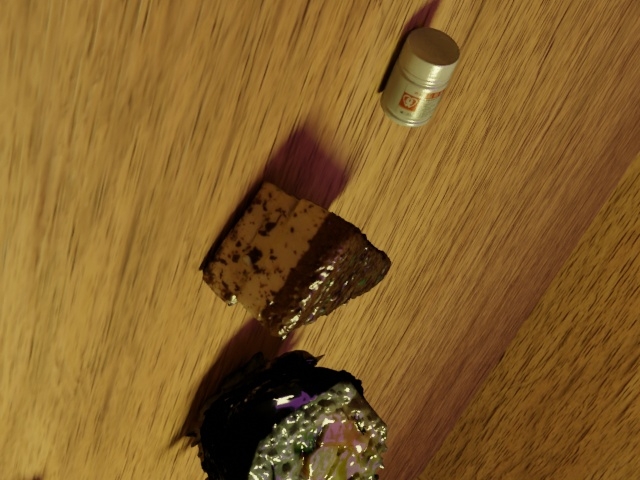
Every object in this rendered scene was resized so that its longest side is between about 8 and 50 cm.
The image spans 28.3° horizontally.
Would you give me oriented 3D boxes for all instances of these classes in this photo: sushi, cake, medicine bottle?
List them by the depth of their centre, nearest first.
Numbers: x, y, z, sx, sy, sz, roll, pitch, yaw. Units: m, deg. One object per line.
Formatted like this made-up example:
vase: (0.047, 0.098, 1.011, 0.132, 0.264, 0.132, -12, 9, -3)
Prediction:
medicine bottle: (0.098, -0.160, 1.255, 0.057, 0.057, 0.089, -36, 159, -38)
cake: (0.008, -0.006, 1.281, 0.246, 0.112, 0.135, -25, 149, -55)
sushi: (-0.055, 0.240, 1.581, 0.238, 0.219, 0.225, -11, 111, -22)
